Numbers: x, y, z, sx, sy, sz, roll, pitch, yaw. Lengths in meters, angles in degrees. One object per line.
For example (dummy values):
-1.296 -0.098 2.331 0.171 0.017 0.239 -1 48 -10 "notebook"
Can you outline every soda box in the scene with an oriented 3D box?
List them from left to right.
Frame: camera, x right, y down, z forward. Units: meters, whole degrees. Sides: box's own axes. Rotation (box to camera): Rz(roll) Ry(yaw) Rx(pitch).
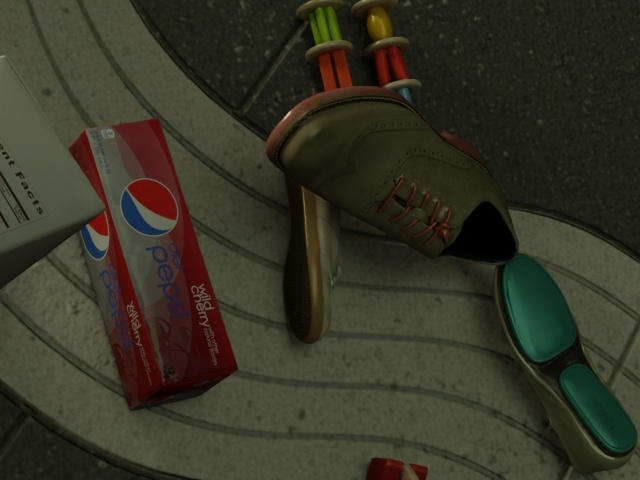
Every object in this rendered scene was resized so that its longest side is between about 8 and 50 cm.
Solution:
-0.167 0.022 1.889 0.083 0.092 0.263 -11 76 -31 "soda box"

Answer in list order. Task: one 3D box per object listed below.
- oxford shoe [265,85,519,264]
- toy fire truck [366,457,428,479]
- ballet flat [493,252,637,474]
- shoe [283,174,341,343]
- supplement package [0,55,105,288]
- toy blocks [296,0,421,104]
0.088 -0.057 1.951 0.348 0.123 0.130 14 32 -49 "oxford shoe"
0.086 0.291 1.887 0.047 0.192 0.135 15 93 -21 "toy fire truck"
0.242 0.134 2.066 0.086 0.086 0.248 -19 75 -32 "ballet flat"
0.000 0.000 1.994 0.058 0.076 0.219 7 66 -20 "shoe"
-0.359 -0.025 1.693 0.175 0.177 0.293 57 27 3 "supplement package"
0.045 -0.184 2.104 0.123 0.054 0.148 -7 74 -30 "toy blocks"
